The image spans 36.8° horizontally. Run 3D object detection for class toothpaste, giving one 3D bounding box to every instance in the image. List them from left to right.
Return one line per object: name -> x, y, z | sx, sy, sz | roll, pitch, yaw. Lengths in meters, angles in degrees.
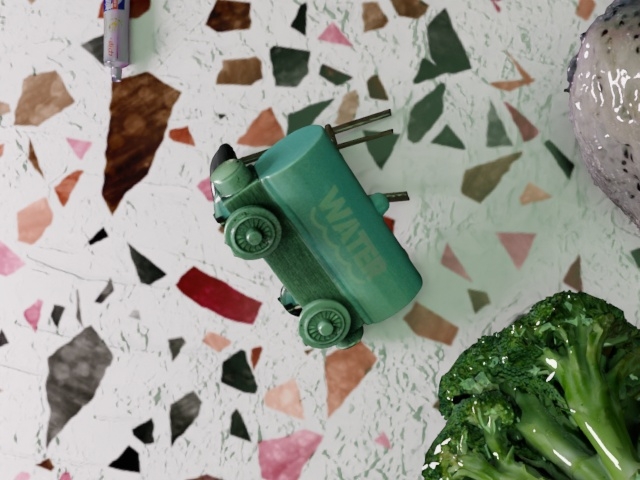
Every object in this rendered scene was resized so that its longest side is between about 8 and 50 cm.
toothpaste -> -0.234, -0.266, 1.102 | 0.045, 0.028, 0.170 | -2, 85, 18

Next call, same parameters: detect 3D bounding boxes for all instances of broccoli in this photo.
broccoli -> 0.243, 0.209, 0.876 | 0.308, 0.275, 0.308 | -4, 105, -14

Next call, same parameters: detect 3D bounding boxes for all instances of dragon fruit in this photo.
dragon fruit -> 0.376, -0.134, 0.853 | 0.283, 0.221, 0.204 | -48, 43, 3

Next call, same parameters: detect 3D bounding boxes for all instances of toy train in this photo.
toy train -> 0.000, 0.000, 0.971 | 0.159, 0.101, 0.248 | -32, 119, 4

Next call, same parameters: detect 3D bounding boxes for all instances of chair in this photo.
chair -> -0.023, -0.077, 1.017 | 0.221, 0.095, 0.104 | -14, 76, 11
